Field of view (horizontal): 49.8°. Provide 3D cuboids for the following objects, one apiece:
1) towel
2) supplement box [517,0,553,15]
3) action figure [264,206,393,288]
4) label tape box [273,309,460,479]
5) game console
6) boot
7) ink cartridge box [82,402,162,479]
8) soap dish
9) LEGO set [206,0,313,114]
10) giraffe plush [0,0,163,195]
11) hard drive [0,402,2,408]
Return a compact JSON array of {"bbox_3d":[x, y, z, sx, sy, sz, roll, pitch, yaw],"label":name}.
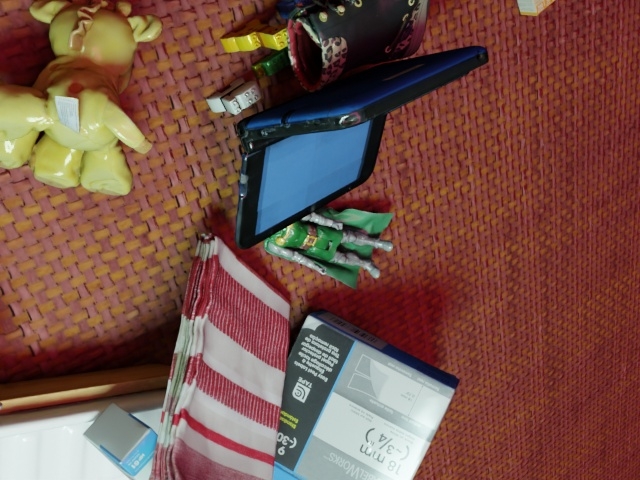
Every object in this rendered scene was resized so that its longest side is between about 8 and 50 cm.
[{"bbox_3d":[-0.106,0.181,0.879,0.237,0.037,0.328,49,39,-50],"label":"towel"},{"bbox_3d":[0.337,-0.414,1.084,0.062,0.036,0.098,-40,127,-15],"label":"supplement box"},{"bbox_3d":[0.000,0.000,1.014,0.232,0.063,0.137,14,104,-34],"label":"action figure"},{"bbox_3d":[0.029,0.308,1.043,0.333,0.241,0.106,-65,167,5],"label":"label tape box"},{"bbox_3d":[0.051,-0.113,0.859,0.293,0.250,0.173,-33,114,-40],"label":"game console"},{"bbox_3d":[0.049,-0.292,0.781,0.179,0.085,0.236,-32,142,-30],"label":"boot"},{"bbox_3d":[-0.204,0.256,0.802,0.052,0.089,0.122,-50,130,-25],"label":"ink cartridge box"},{"bbox_3d":[-0.312,0.276,0.873,0.291,0.118,0.228,-2,110,-34],"label":"soap dish"},{"bbox_3d":[-0.042,-0.245,0.855,0.227,0.093,0.087,-37,126,-16],"label":"LEGO set"},{"bbox_3d":[-0.252,-0.167,0.716,0.182,0.210,0.170,20,64,-27],"label":"giraffe plush"},{"bbox_3d":[-0.443,0.279,0.614,0.318,0.040,0.210,-60,167,-8],"label":"hard drive"}]
